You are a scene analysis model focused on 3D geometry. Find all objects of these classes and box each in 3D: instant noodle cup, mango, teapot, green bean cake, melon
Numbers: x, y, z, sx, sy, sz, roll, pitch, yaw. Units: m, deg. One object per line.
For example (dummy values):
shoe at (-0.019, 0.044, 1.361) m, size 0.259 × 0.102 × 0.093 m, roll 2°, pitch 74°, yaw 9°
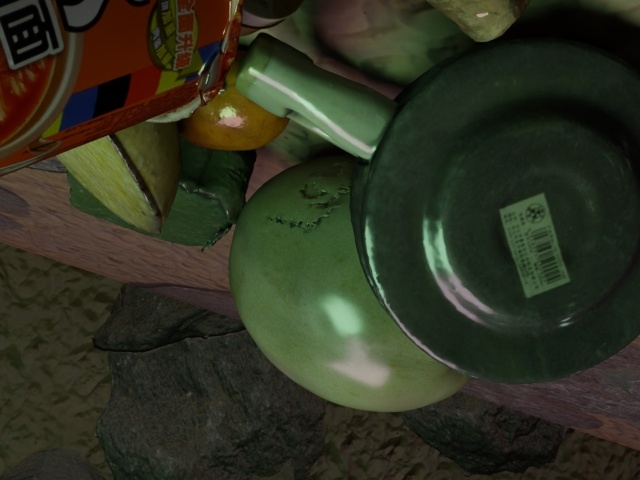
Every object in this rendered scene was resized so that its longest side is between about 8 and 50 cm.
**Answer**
instant noodle cup at (-0.193, -0.140, 0.433) m, size 0.250 × 0.192 × 0.251 m, roll 24°, pitch 135°, yaw 27°
mango at (-0.095, -0.133, 0.785) m, size 0.115 × 0.089 × 0.165 m, roll 16°, pitch 172°, yaw -40°
teapot at (0.091, -0.034, 0.638) m, size 0.321 × 0.240 × 0.239 m, roll 0°, pitch -170°, yaw -8°
green bean cake at (-0.196, -0.084, 0.999) m, size 0.222 × 0.125 × 0.227 m, roll 22°, pitch 163°, yaw -10°
melon at (0.039, 0.036, 0.891) m, size 0.330 × 0.269 × 0.268 m, roll 37°, pitch -179°, yaw 38°

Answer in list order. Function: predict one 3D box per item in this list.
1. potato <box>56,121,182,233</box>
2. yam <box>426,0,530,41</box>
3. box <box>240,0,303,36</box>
potato at (-0.216, -0.149, 0.734) m, size 0.239 × 0.116 × 0.299 m, roll 16°, pitch 145°, yaw 44°
yam at (0.016, -0.208, 0.428) m, size 0.299 × 0.066 × 0.066 m, roll 30°, pitch 161°, yaw -36°
box at (-0.054, -0.183, 0.507) m, size 0.037 × 0.106 × 0.105 m, roll -12°, pitch 150°, yaw 42°
